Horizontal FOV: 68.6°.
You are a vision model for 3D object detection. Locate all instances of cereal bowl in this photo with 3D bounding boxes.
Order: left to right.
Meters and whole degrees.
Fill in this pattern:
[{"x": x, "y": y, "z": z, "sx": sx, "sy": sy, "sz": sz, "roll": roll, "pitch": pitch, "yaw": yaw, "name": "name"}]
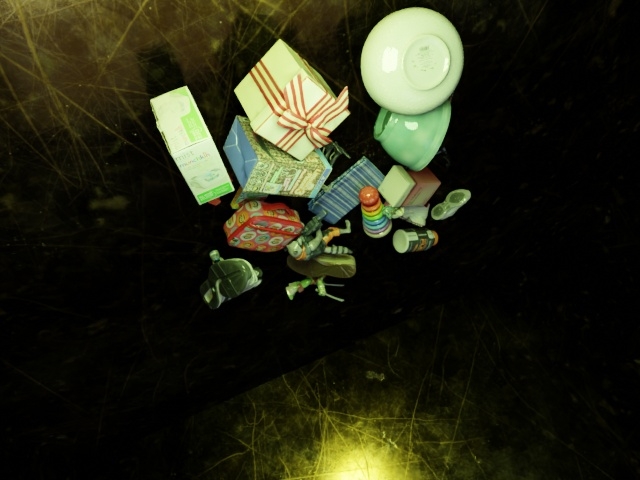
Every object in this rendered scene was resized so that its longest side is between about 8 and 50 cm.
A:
[{"x": 0.309, "y": -0.567, "z": 1.501, "sx": 0.339, "sy": 0.141, "sz": 0.338, "roll": -4, "pitch": 111, "yaw": -10, "name": "cereal bowl"}]

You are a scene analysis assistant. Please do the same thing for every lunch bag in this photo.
[{"x": -0.221, "y": -0.065, "z": 1.927, "sx": 0.293, "sy": 0.120, "sz": 0.258, "roll": 10, "pitch": 141, "yaw": -46, "name": "lunch bag"}]

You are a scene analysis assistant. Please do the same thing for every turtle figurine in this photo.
[{"x": -0.025, "y": 0.252, "z": 2.443, "sx": 0.267, "sy": 0.197, "sz": 0.274, "roll": -22, "pitch": 128, "yaw": 9, "name": "turtle figurine"}]

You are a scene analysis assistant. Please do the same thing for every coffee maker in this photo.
[{"x": 0.431, "y": -0.364, "z": 1.982, "sx": 0.178, "sy": 0.171, "sz": 0.120, "roll": -27, "pitch": 163, "yaw": 2, "name": "coffee maker"}]

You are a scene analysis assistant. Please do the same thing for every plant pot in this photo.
[{"x": 0.320, "y": -0.430, "z": 1.750, "sx": 0.197, "sy": 0.293, "sz": 0.293, "roll": 18, "pitch": 131, "yaw": -14, "name": "plant pot"}]

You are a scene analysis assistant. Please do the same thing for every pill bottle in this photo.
[{"x": 0.530, "y": -0.005, "z": 2.579, "sx": 0.246, "sy": 0.130, "sz": 0.130, "roll": -6, "pitch": 141, "yaw": -31, "name": "pill bottle"}]

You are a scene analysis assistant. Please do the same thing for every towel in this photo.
[{"x": 0.124, "y": -0.209, "z": 2.089, "sx": 0.336, "sy": 0.040, "sz": 0.243, "roll": -38, "pitch": 146, "yaw": 15, "name": "towel"}]

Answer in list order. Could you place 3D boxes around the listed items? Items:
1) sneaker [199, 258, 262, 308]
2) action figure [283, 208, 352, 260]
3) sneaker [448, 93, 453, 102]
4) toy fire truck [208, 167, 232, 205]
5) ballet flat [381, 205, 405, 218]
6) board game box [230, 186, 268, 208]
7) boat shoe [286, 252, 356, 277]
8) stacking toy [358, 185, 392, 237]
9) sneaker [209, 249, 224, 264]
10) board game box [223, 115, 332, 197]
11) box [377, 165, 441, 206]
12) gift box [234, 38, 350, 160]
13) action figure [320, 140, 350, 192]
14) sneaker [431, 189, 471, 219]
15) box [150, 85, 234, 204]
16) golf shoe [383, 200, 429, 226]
[{"x": -0.352, "y": 0.145, "z": 2.069, "sx": 0.258, "sy": 0.169, "sz": 0.448, "roll": -30, "pitch": 177, "yaw": -37, "name": "sneaker"}, {"x": 0.000, "y": 0.000, "z": 2.119, "sx": 0.330, "sy": 0.178, "sz": 0.341, "roll": -14, "pitch": 160, "yaw": -35, "name": "action figure"}, {"x": 0.493, "y": -0.571, "z": 1.831, "sx": 0.072, "sy": 0.077, "sz": 0.178, "roll": -4, "pitch": 139, "yaw": -34, "name": "sneaker"}, {"x": -0.396, "y": -0.215, "z": 1.692, "sx": 0.135, "sy": 0.047, "sz": 0.192, "roll": -34, "pitch": 146, "yaw": 11, "name": "toy fire truck"}, {"x": 0.347, "y": -0.133, "z": 2.149, "sx": 0.188, "sy": 0.070, "sz": 0.070, "roll": -23, "pitch": 153, "yaw": -47, "name": "ballet flat"}, {"x": -0.242, "y": -0.219, "z": 1.815, "sx": 0.124, "sy": 0.039, "sz": 0.259, "roll": 2, "pitch": 134, "yaw": -40, "name": "board game box"}, {"x": 0.004, "y": 0.106, "z": 2.321, "sx": 0.342, "sy": 0.110, "sz": 0.121, "roll": 10, "pitch": 129, "yaw": -5, "name": "boat shoe"}, {"x": 0.239, "y": -0.139, "z": 2.158, "sx": 0.141, "sy": 0.141, "sz": 0.330, "roll": -29, "pitch": 150, "yaw": 2, "name": "stacking toy"}, {"x": -0.453, "y": 0.101, "z": 2.071, "sx": 0.052, "sy": 0.058, "sz": 0.135, "roll": -25, "pitch": 148, "yaw": -4, "name": "sneaker"}, {"x": -0.149, "y": -0.283, "z": 1.612, "sx": 0.291, "sy": 0.232, "sz": 0.141, "roll": 1, "pitch": 137, "yaw": -38, "name": "board game box"}, {"x": 0.407, "y": -0.248, "z": 2.140, "sx": 0.233, "sy": 0.126, "sz": 0.148, "roll": -8, "pitch": 142, "yaw": -40, "name": "box"}, {"x": -0.078, "y": -0.434, "z": 1.436, "sx": 0.276, "sy": 0.258, "sz": 0.255, "roll": -44, "pitch": 145, "yaw": 24, "name": "gift box"}, {"x": -0.021, "y": -0.263, "z": 1.821, "sx": 0.276, "sy": 0.140, "sz": 0.164, "roll": -42, "pitch": 156, "yaw": 17, "name": "action figure"}, {"x": 0.707, "y": -0.191, "z": 2.511, "sx": 0.232, "sy": 0.090, "sz": 0.115, "roll": -36, "pitch": 154, "yaw": 28, "name": "sneaker"}, {"x": -0.386, "y": -0.284, "z": 1.411, "sx": 0.127, "sy": 0.261, "sz": 0.231, "roll": -24, "pitch": 146, "yaw": -8, "name": "box"}, {"x": 0.430, "y": -0.169, "z": 2.331, "sx": 0.306, "sy": 0.115, "sz": 0.140, "roll": 16, "pitch": 101, "yaw": -43, "name": "golf shoe"}]
